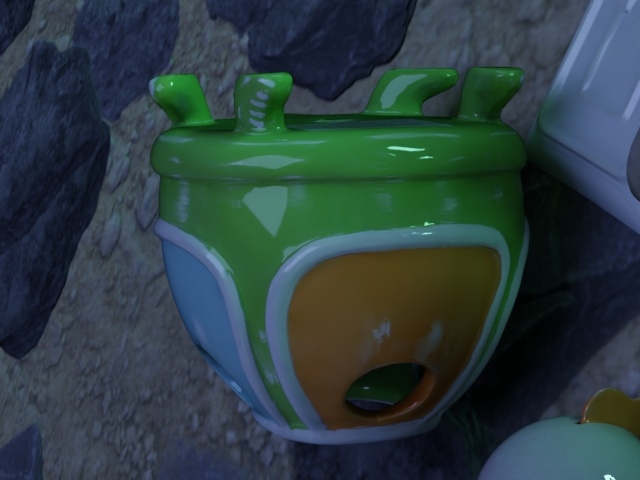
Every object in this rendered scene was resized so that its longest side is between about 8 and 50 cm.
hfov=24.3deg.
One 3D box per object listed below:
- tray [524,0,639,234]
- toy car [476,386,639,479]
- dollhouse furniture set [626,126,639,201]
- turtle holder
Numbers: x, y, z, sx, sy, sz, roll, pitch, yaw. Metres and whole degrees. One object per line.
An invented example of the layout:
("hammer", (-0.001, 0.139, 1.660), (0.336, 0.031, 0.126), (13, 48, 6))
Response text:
("tray", (0.211, -0.149, 0.897), (0.145, 0.030, 0.270), (42, 113, 52))
("toy car", (0.130, 0.187, 0.806), (0.238, 0.210, 0.219), (-44, 24, -2))
("dollhouse furniture set", (0.239, 0.048, 0.595), (0.362, 0.256, 0.394), (44, 115, 50))
("turtle holder", (-0.010, 0.002, 0.974), (0.320, 0.243, 0.228), (5, 100, 46))
